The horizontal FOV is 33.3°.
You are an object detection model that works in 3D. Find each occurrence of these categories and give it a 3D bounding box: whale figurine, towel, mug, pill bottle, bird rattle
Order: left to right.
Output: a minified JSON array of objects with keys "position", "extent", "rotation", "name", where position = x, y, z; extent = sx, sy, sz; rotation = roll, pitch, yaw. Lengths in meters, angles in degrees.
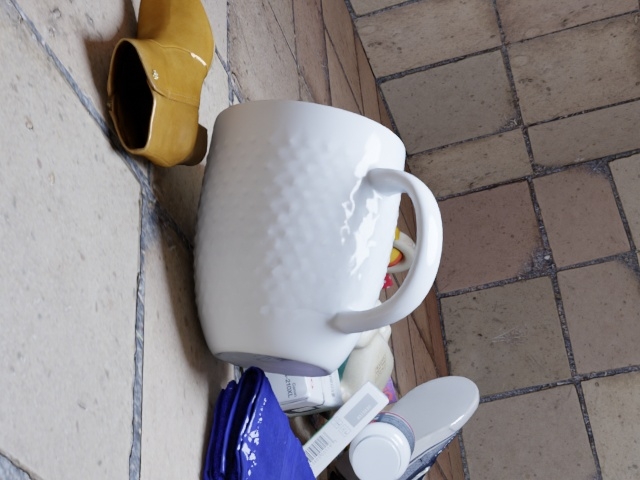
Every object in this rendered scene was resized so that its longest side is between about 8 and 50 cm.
[{"position":[-0.076,0.354,1.466],"extent":[0.227,0.076,0.308],"rotation":[-78,154,-49],"name":"towel"},{"position":[-0.002,0.010,1.448],"extent":[0.276,0.374,0.328],"rotation":[27,67,-49],"name":"mug"},{"position":[0.045,0.207,1.905],"extent":[0.216,0.141,0.272],"rotation":[-51,157,-35],"name":"whale figurine"},{"position":[0.126,0.037,2.494],"extent":[0.253,0.207,0.143],"rotation":[55,41,-38],"name":"bird rattle"},{"position":[0.106,0.364,1.864],"extent":[0.180,0.108,0.108],"rotation":[-4,81,-81],"name":"pill bottle"}]

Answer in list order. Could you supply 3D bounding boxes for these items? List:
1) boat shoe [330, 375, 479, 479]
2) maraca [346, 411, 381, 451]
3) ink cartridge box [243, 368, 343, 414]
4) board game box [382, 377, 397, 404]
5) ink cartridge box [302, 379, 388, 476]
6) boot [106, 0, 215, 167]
[{"position":[0.172,0.408,2.060],"extent":[0.127,0.340,0.158],"rotation":[40,-24,42],"name":"boat shoe"},{"position":[0.094,0.381,2.161],"extent":[0.186,0.099,0.127],"rotation":[-102,-178,-48],"name":"maraca"},{"position":[-0.047,0.185,1.698],"extent":[0.237,0.100,0.172],"rotation":[41,37,-72],"name":"ink cartridge box"},{"position":[0.069,0.157,2.234],"extent":[0.208,0.056,0.347],"rotation":[-160,-127,-72],"name":"board game box"},{"position":[0.035,0.312,1.792],"extent":[0.056,0.181,0.225],"rotation":[44,-3,5],"name":"ink cartridge box"},{"position":[-0.212,-0.242,1.391],"extent":[0.211,0.104,0.295],"rotation":[22,59,-76],"name":"boot"}]
